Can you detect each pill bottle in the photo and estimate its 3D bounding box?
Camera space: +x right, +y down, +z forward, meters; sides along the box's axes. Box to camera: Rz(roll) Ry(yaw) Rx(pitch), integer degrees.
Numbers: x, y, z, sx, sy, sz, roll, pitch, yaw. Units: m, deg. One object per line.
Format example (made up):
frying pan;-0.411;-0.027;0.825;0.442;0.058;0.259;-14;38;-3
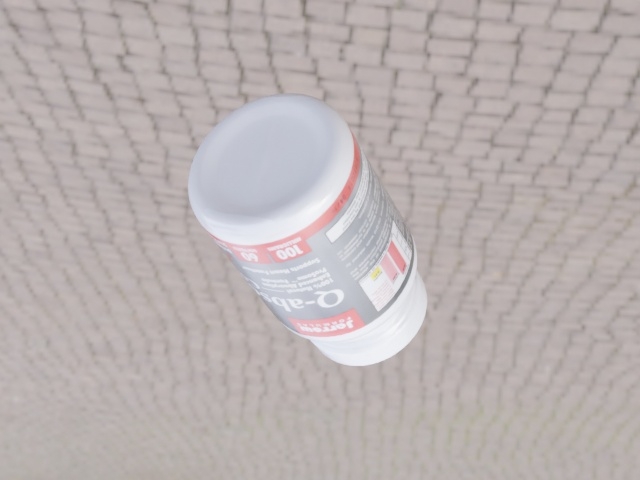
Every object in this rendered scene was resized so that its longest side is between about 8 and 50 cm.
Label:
pill bottle;0.000;0.000;1.732;0.210;0.210;0.363;-3;147;25
